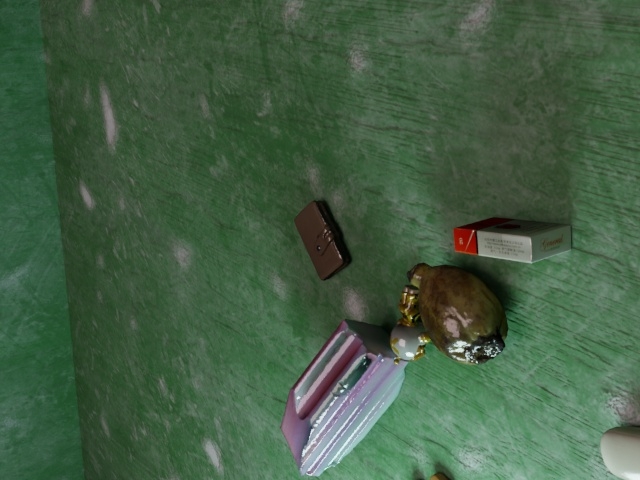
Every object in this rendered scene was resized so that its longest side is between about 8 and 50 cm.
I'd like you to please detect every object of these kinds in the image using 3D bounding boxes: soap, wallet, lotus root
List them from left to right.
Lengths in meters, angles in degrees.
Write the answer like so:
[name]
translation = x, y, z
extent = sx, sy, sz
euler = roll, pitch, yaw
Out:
[wallet]
translation = 0.000, 0.000, 1.715
extent = 0.118, 0.039, 0.152
euler = -43, 66, 52
[soap]
translation = 0.036, 0.319, 1.630
extent = 0.323, 0.193, 0.109
euler = -55, 49, 15
[lotus root]
translation = 0.228, 0.113, 1.378
extent = 0.214, 0.138, 0.138
euler = 54, 139, 28

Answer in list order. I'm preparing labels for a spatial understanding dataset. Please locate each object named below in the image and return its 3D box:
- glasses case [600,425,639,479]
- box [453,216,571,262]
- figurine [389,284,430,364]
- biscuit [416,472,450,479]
[glasses case]
translation = 0.490, 0.310, 1.158
extent = 0.204, 0.051, 0.081
euler = -4, 98, 54
[box]
translation = 0.296, -0.003, 1.268
extent = 0.152, 0.100, 0.048
euler = 13, 109, 51
[figurine]
translation = 0.168, 0.158, 1.523
extent = 0.101, 0.068, 0.143
euler = -121, 37, -48
[biscuit]
translation = 0.248, 0.574, 1.590
extent = 0.144, 0.040, 0.236
euler = -43, 65, 56
